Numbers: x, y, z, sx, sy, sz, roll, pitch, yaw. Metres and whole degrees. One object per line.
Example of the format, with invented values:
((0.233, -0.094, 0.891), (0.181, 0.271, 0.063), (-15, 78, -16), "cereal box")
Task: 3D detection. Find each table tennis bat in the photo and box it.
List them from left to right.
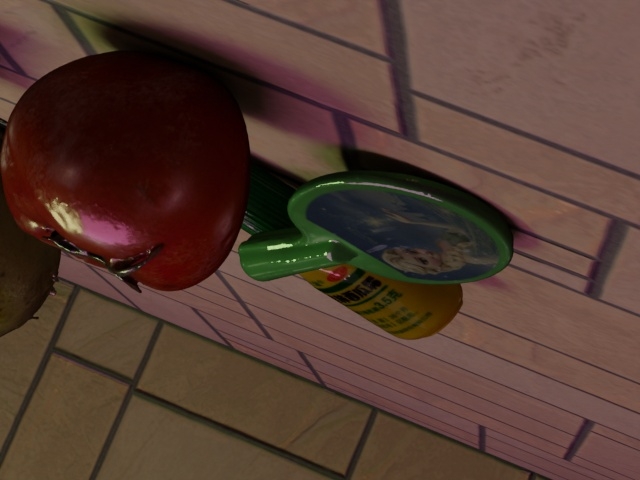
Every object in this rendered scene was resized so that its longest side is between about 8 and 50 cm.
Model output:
((0.028, -0.002, 1.256), (0.160, 0.039, 0.257), (31, 154, -33), "table tennis bat")

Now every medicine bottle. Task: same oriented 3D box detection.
((0.000, 0.000, 1.398), (0.260, 0.064, 0.095), (33, 149, -26), "medicine bottle")

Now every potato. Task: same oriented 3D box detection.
((-0.452, -0.023, 1.935), (0.270, 0.219, 0.359), (10, 160, 20), "potato")

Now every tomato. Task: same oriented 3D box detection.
((-0.127, -0.051, 1.133), (0.187, 0.151, 0.187), (26, 178, 1), "tomato")

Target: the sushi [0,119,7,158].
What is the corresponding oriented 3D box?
((-0.354, -0.110, 1.739), (0.201, 0.031, 0.139), (27, 171, -22), "sushi")
